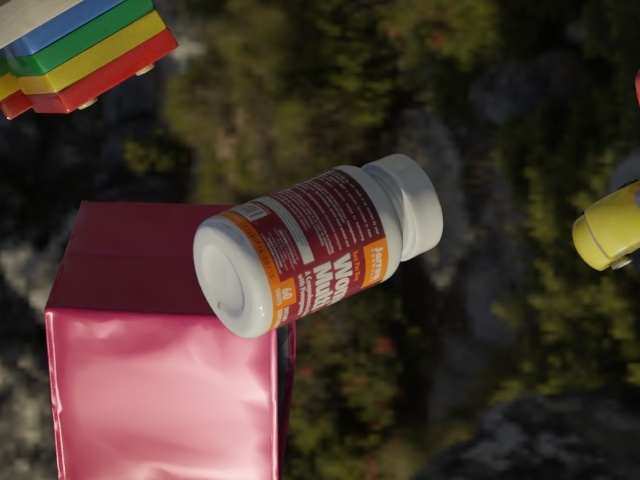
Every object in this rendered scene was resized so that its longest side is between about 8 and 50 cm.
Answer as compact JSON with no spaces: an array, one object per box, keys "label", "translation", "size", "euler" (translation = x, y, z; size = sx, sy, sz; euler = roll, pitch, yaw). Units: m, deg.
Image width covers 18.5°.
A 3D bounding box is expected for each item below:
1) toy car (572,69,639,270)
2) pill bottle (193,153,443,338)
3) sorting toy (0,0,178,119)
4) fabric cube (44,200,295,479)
[{"label":"toy car","translation":[0.330,-0.043,1.677],"size":[0.225,0.053,0.239],"euler":[32,115,29]},{"label":"pill bottle","translation":[0.000,0.000,1.863],"size":[0.121,0.221,0.121],"euler":[41,143,41]},{"label":"sorting toy","translation":[-0.234,-0.115,1.363],"size":[0.089,0.257,0.255],"euler":[61,162,-14]},{"label":"fabric cube","translation":[-0.166,0.122,2.297],"size":[0.259,0.258,0.254],"euler":[-83,-7,-59]}]
